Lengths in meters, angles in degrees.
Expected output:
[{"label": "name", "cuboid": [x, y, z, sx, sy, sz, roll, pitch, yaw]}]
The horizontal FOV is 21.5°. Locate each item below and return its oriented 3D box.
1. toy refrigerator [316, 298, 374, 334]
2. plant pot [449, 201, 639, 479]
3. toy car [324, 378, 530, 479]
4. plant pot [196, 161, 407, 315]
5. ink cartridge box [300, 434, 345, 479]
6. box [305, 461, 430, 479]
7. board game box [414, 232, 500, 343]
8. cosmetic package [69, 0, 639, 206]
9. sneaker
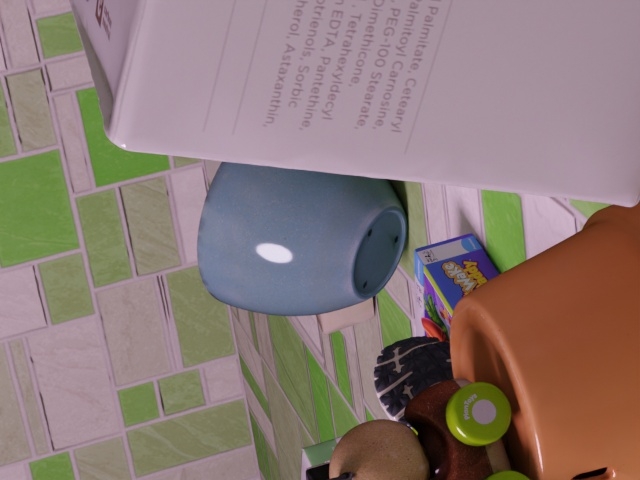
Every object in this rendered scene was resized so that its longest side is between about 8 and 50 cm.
[{"label": "toy refrigerator", "cuboid": [0.000, 0.000, 2.604, 0.102, 0.094, 0.269, 82, 168, -56]}, {"label": "plant pot", "cuboid": [0.240, 0.117, 1.450, 0.291, 0.204, 0.290, 166, 90, -77]}, {"label": "toy car", "cuboid": [0.064, 0.206, 1.412, 0.155, 0.188, 0.149, 126, 129, -74]}, {"label": "plant pot", "cuboid": [-0.001, -0.016, 2.271, 0.195, 0.290, 0.290, 23, 137, 29]}, {"label": "ink cartridge box", "cuboid": [0.086, 0.329, 2.334, 0.154, 0.212, 0.093, 92, 155, -51]}, {"label": "box", "cuboid": [0.172, 0.259, 1.630, 0.257, 0.322, 0.079, -136, 35, -66]}, {"label": "board game box", "cuboid": [0.193, 0.199, 2.024, 0.233, 0.078, 0.347, -119, 19, -46]}, {"label": "cosmetic package", "cuboid": [0.048, -0.254, 1.199, 0.329, 0.394, 0.327, -114, 35, -56]}, {"label": "sneaker", "cuboid": [0.138, 0.231, 1.882, 0.122, 0.110, 0.283, 84, 164, -48]}]
